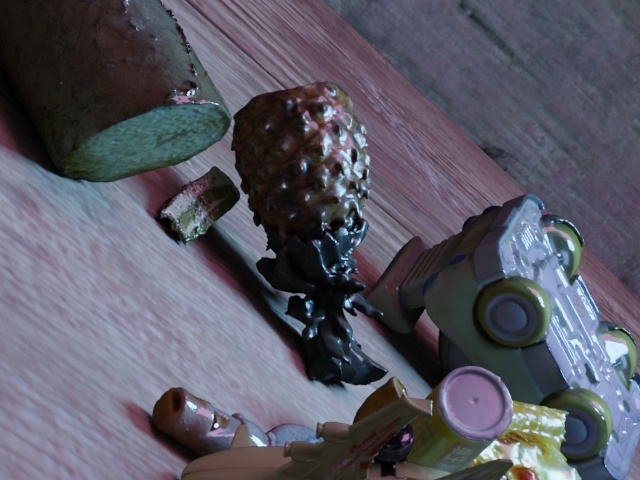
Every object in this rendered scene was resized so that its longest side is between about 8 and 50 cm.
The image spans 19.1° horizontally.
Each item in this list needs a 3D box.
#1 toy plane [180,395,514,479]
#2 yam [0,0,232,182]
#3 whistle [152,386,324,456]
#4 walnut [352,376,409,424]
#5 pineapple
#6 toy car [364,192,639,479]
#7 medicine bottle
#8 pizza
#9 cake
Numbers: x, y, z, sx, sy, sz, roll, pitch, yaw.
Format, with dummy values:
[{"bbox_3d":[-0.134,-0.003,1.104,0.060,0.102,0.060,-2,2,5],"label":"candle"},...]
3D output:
[{"bbox_3d":[0.018,0.186,1.437,0.244,0.229,0.092,10,45,3],"label":"toy plane"},{"bbox_3d":[-0.213,-0.176,1.758,0.168,0.168,0.304,30,24,-56],"label":"yam"},{"bbox_3d":[-0.046,0.182,1.525,0.220,0.057,0.107,35,32,-33],"label":"whistle"},{"bbox_3d":[0.076,0.225,1.714,0.211,0.087,0.167,63,-1,43],"label":"walnut"},{"bbox_3d":[0.000,0.000,1.951,0.170,0.141,0.310,89,-12,-84],"label":"pineapple"},{"bbox_3d":[0.235,0.140,2.316,0.336,0.226,0.242,62,27,-13],"label":"toy car"},{"bbox_3d":[0.086,0.167,1.525,0.074,0.074,0.218,51,-29,10],"label":"medicine bottle"},{"bbox_3d":[0.221,0.280,1.902,0.280,0.075,0.287,-18,66,-52],"label":"pizza"},{"bbox_3d":[-0.133,-0.028,1.914,0.051,0.055,0.140,54,28,-5],"label":"cake"}]
